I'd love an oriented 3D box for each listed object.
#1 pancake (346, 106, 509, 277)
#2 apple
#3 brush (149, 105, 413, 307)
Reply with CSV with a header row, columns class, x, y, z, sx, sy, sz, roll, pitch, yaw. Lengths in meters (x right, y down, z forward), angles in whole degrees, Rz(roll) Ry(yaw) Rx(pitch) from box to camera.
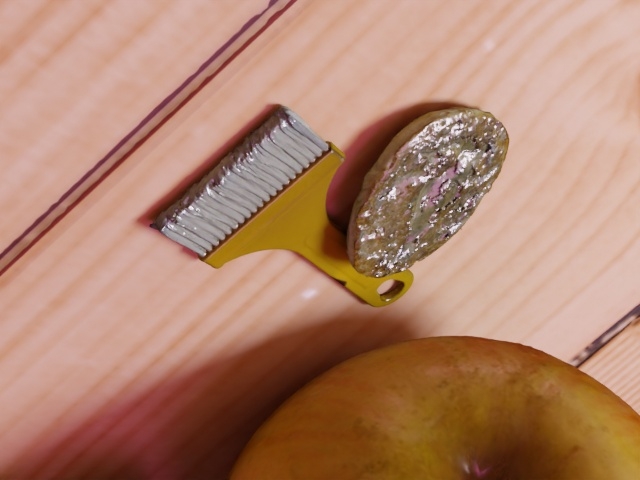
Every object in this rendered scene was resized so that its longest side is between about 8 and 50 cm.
class,x,y,z,sx,sy,sz,roll,pitch,yaw
pancake,0.052,-0.024,0.729,0.108,0.017,0.108,-28,144,-22
apple,0.075,0.195,0.805,0.286,0.286,0.233,-20,149,-23
brush,0.000,0.000,0.729,0.083,0.011,0.205,-41,149,9
